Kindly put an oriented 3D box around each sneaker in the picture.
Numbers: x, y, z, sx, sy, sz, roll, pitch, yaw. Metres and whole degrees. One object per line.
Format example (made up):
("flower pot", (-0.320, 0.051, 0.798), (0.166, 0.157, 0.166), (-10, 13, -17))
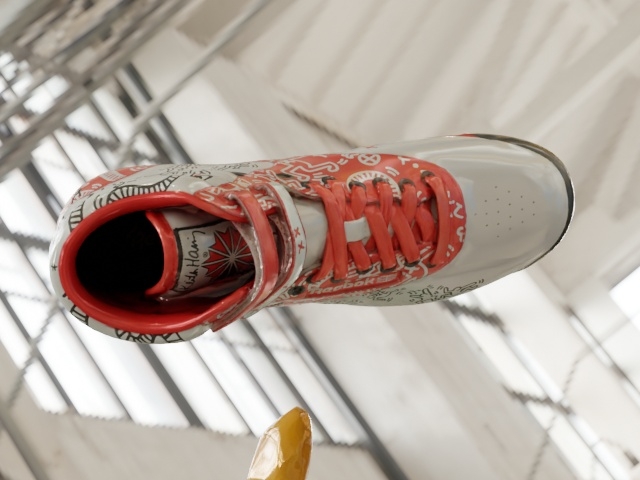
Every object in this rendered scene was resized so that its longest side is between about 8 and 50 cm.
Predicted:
("sneaker", (-0.001, 0.001, 0.792), (0.270, 0.090, 0.145), (-2, 10, 1))

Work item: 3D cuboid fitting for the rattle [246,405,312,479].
("rattle", (-0.112, 0.166, 0.856), (0.130, 0.200, 0.142), (-76, -7, -63))
